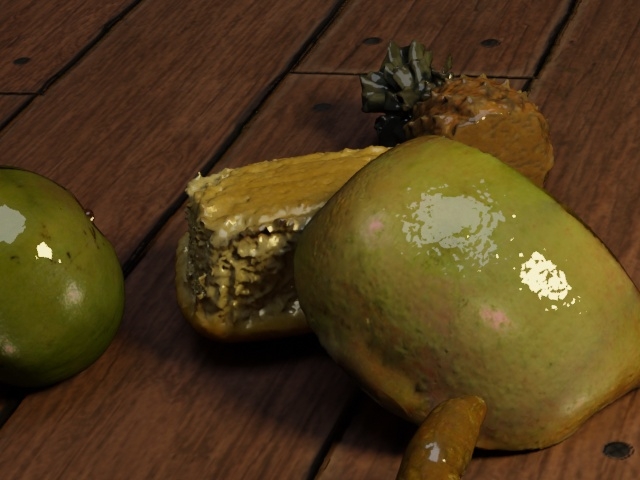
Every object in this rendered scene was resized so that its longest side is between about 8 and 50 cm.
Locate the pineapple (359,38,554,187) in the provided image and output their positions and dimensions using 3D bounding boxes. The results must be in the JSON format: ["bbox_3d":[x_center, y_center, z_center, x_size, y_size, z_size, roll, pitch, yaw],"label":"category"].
[{"bbox_3d":[0.114,-0.110,1.562,0.128,0.128,0.248,-16,27,-13],"label":"pineapple"}]

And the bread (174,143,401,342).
[{"bbox_3d":[0.000,0.000,1.390,0.245,0.121,0.174,-11,24,-4],"label":"bread"}]

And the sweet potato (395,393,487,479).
[{"bbox_3d":[0.014,0.215,1.028,0.108,0.079,0.346,35,57,26],"label":"sweet potato"}]

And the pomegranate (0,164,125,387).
[{"bbox_3d":[-0.250,0.046,1.344,0.179,0.179,0.210,14,62,34],"label":"pomegranate"}]

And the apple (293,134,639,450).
[{"bbox_3d":[0.104,0.038,1.224,0.265,0.120,0.193,39,63,16],"label":"apple"}]
